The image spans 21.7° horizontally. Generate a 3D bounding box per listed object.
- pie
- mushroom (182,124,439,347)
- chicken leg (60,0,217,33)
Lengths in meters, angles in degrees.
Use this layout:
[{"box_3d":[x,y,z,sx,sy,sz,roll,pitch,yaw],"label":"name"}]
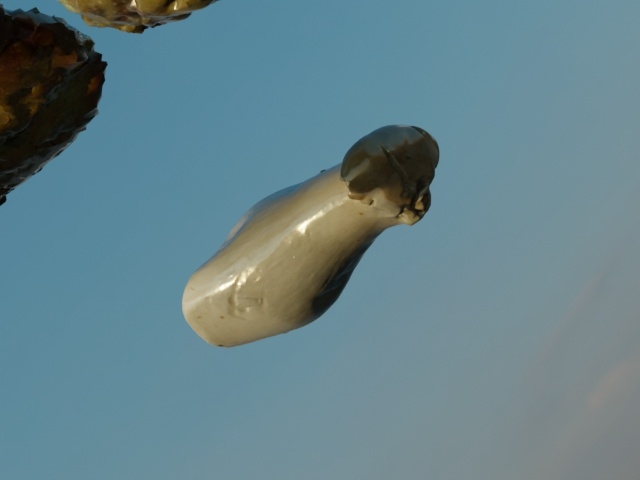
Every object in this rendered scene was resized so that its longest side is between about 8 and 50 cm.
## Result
[{"box_3d":[-0.331,-0.083,1.268,0.354,0.103,0.288,-30,-26,17],"label":"pie"},{"box_3d":[0.000,0.000,1.142,0.225,0.093,0.116,-30,-3,35],"label":"mushroom"},{"box_3d":[-0.052,-0.253,0.874,0.153,0.201,0.429,-42,-2,-40],"label":"chicken leg"}]
